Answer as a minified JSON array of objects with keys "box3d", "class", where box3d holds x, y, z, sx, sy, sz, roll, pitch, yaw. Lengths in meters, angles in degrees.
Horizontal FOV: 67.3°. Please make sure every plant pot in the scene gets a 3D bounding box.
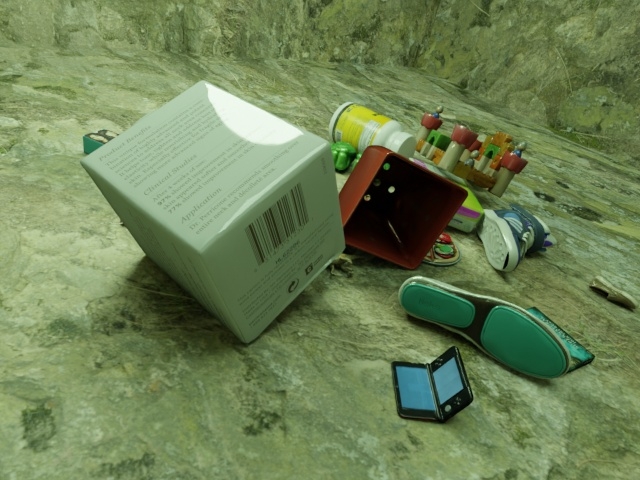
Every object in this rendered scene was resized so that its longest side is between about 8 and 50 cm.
[{"box3d":[0.192,-0.121,1.347,0.267,0.267,0.236,22,23,-23],"class":"plant pot"}]

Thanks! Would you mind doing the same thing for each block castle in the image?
[{"box3d":[0.553,-0.353,1.812,0.303,0.213,0.453,24,17,-13],"class":"block castle"}]

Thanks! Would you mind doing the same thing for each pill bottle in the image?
[{"box3d":[0.211,-0.417,1.939,0.334,0.188,0.188,34,38,30],"class":"pill bottle"}]

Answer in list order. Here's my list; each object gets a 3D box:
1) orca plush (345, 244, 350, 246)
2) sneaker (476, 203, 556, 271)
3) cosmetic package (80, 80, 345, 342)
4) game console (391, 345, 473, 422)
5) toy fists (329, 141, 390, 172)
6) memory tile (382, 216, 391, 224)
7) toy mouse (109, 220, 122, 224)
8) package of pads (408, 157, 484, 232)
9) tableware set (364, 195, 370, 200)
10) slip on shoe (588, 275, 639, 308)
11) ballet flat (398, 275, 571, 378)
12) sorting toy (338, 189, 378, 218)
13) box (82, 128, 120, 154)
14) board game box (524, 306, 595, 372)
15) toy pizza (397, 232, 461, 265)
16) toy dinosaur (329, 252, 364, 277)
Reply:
[{"box3d":[0.000,0.000,1.311,0.151,0.102,0.287,39,26,-7],"class":"orca plush"},{"box3d":[0.635,-0.002,1.487,0.236,0.130,0.323,7,27,-1],"class":"sneaker"},{"box3d":[-0.204,-0.071,1.024,0.393,0.327,0.329,33,64,30],"class":"cosmetic package"},{"box3d":[0.217,0.276,0.954,0.085,0.124,0.144,33,27,-19],"class":"game console"},{"box3d":[0.130,-0.302,1.819,0.279,0.096,0.142,25,35,17],"class":"toy fists"},{"box3d":[0.155,-0.089,1.540,0.148,0.012,0.113,4,38,3],"class":"memory tile"},{"box3d":[-0.474,-0.064,1.290,0.161,0.031,0.143,4,33,-13],"class":"toy mouse"},{"box3d":[0.413,-0.162,1.654,0.229,0.101,0.296,19,29,-14],"class":"package of pads"},{"box3d":[0.230,-0.120,1.618,0.194,0.039,0.128,32,37,28],"class":"tableware set"},{"box3d":[0.852,0.158,1.401,0.041,0.051,0.135,-42,61,-6],"class":"slip on shoe"},{"box3d":[0.381,0.182,1.132,0.400,0.139,0.139,24,34,19],"class":"ballet flat"},{"box3d":[0.064,-0.132,1.542,0.274,0.046,0.132,14,40,14],"class":"sorting toy"},{"box3d":[-0.639,-0.288,1.559,0.244,0.060,0.100,22,33,15],"class":"box"},{"box3d":[0.554,0.241,1.177,0.126,0.026,0.186,-8,38,-31],"class":"board game box"},{"box3d":[0.332,0.007,1.461,0.201,0.032,0.201,9,32,-6],"class":"toy pizza"},{"box3d":[0.057,0.051,1.277,0.183,0.053,0.093,-3,34,-24],"class":"toy dinosaur"}]
